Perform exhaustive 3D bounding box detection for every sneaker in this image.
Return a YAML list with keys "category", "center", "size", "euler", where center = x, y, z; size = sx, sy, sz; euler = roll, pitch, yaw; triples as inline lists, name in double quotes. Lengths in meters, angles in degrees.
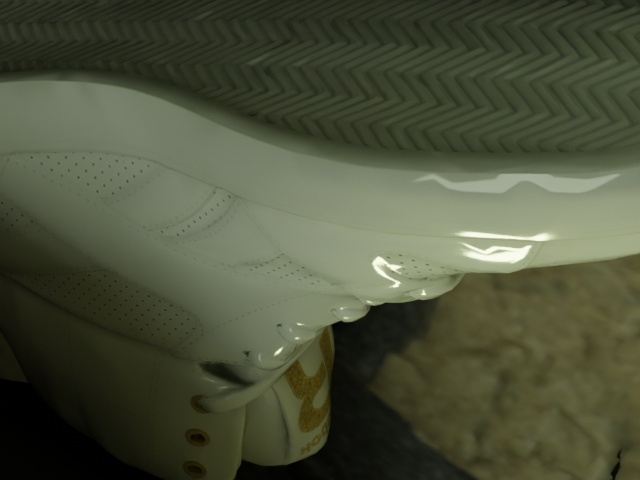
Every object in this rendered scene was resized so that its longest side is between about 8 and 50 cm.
- category: "sneaker"
  center: [0.000, 0.000, 0.484]
  size: [0.292, 0.108, 0.169]
  euler: [7, 135, 35]

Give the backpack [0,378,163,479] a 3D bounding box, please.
- category: "backpack"
  center: [-0.137, 0.240, 0.494]
  size: [0.273, 0.355, 0.290]
  euler: [32, 178, 17]
